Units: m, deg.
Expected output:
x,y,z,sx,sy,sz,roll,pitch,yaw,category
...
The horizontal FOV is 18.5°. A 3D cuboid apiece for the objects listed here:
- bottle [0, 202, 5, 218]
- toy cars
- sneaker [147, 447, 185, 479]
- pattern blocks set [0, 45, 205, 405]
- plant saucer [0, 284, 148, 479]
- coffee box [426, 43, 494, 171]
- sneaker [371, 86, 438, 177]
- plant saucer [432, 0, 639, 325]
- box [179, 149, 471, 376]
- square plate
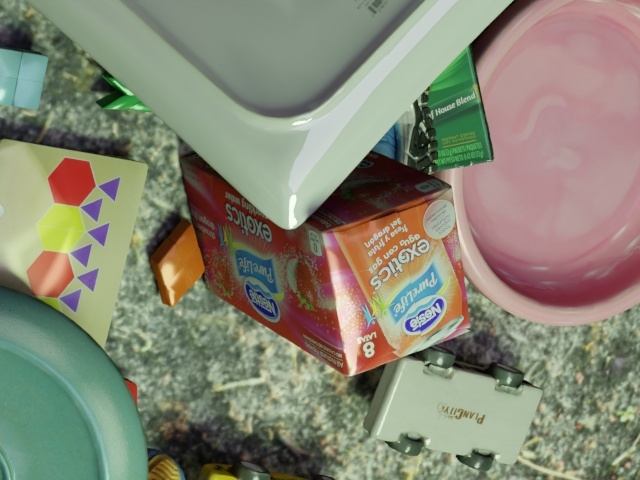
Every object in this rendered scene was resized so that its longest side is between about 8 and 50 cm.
x,y,z,sx,sy,sz,roll,pitch,yaw,category
-0.349,0.059,1.438,0.092,0.118,0.283,41,77,3,bottle
0.027,0.194,1.786,0.394,0.087,0.176,-29,123,-24,toy cars
-0.207,0.305,1.671,0.296,0.112,0.131,-50,143,1,sneaker
-0.226,0.011,1.605,0.285,0.026,0.324,19,95,-34,pattern blocks set
-0.292,0.189,1.539,0.318,0.044,0.317,-1,99,-9,plant saucer
0.075,-0.147,1.676,0.113,0.040,0.184,-10,98,10,coffee box
0.054,-0.094,1.647,0.063,0.073,0.162,-12,101,-62,sneaker
0.234,-0.089,1.821,0.332,0.084,0.332,-10,110,-28,plant saucer
0.000,0.000,1.599,0.123,0.257,0.128,-20,114,-24,box
-0.033,-0.243,1.506,0.344,0.049,0.347,42,80,9,square plate
